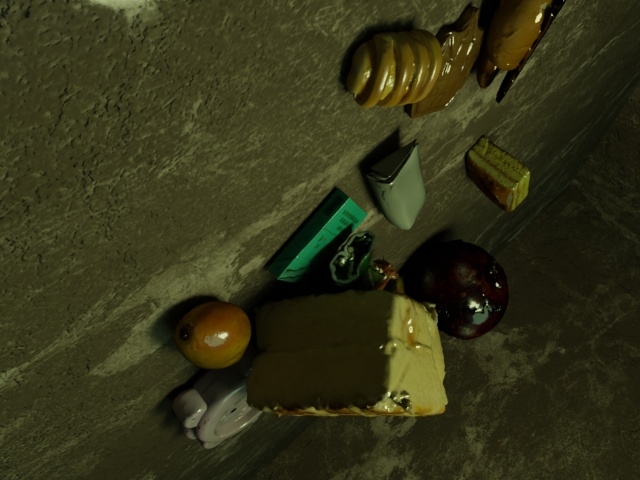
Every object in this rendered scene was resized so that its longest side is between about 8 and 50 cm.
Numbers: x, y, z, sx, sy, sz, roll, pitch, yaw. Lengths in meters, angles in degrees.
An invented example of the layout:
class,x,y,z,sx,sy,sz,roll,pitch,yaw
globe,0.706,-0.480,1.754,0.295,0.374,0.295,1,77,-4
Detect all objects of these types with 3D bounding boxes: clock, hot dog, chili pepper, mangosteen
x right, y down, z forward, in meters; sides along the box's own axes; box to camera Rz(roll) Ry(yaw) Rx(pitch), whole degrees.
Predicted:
class,x,y,z,sx,sy,sz,roll,pitch,yaw
clock,-0.233,0.403,1.238,0.296,0.113,0.322,-38,154,-16
hot dog,0.371,-0.407,0.899,0.194,0.107,0.326,-49,167,-36
chili pepper,0.058,0.073,1.137,0.270,0.099,0.136,101,6,-72
mangosteen,0.471,0.177,1.752,0.381,0.422,0.380,0,90,-60

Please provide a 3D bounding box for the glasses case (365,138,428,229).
class,x,y,z,sx,sy,sz,roll,pitch,yaw
glasses case,0.182,-0.127,1.089,0.128,0.083,0.308,-50,157,-4

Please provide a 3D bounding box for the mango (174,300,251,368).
class,x,y,z,sx,sy,sz,roll,pitch,yaw
mango,-0.201,0.194,0.945,0.138,0.113,0.253,-40,158,-11

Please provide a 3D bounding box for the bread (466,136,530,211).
class,x,y,z,sx,sy,sz,roll,pitch,yaw
bread,0.532,-0.189,1.428,0.110,0.184,0.234,-45,155,8

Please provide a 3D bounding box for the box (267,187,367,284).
class,x,y,z,sx,sy,sz,roll,pitch,yaw
box,0.000,0.000,1.042,0.226,0.042,0.161,-48,158,5

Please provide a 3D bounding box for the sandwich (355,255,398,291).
class,x,y,z,sx,sy,sz,roll,pitch,yaw
sandwich,0.116,0.119,1.359,0.184,0.109,0.160,-50,158,25

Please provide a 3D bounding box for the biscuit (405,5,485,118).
class,x,y,z,sx,sy,sz,roll,pitch,yaw
biscuit,0.250,-0.338,0.911,0.182,0.034,0.215,-26,150,-38

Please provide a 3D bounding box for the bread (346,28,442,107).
class,x,y,z,sx,sy,sz,roll,pitch,yaw
bread,0.121,-0.270,0.758,0.177,0.084,0.119,-22,147,-34

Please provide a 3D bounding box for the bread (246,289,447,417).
class,x,y,z,sx,sy,sz,roll,pitch,yaw
bread,0.079,0.274,1.112,0.371,0.279,0.390,-14,158,28
